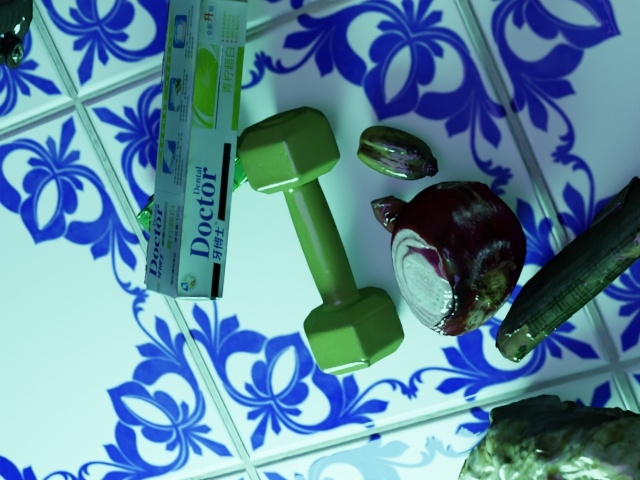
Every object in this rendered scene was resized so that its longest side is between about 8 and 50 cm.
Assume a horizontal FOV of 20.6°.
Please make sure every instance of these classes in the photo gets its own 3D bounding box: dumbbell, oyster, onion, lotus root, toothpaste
[{"bbox_3d":[0.000,0.000,1.988,0.108,0.121,0.302,-20,104,-2],"label":"dumbbell"},{"bbox_3d":[0.261,0.236,1.943,0.341,0.166,0.110,-3,114,61],"label":"oyster"},{"bbox_3d":[0.143,-0.001,1.932,0.198,0.135,0.173,50,145,42],"label":"onion"},{"bbox_3d":[0.087,-0.094,1.947,0.099,0.049,0.054,20,109,14],"label":"lotus root"},{"bbox_3d":[-0.139,-0.104,1.954,0.081,0.067,0.336,13,100,60],"label":"toothpaste"}]

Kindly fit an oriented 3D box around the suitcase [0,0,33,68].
[{"bbox_3d":[-0.467,-0.406,1.967,0.283,0.194,0.434,13,114,17],"label":"suitcase"}]

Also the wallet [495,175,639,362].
[{"bbox_3d":[0.307,-0.005,1.825,0.044,0.169,0.317,41,121,-5],"label":"wallet"}]

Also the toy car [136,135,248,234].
[{"bbox_3d":[-0.144,-0.058,2.048,0.071,0.062,0.165,48,120,-1],"label":"toy car"}]
